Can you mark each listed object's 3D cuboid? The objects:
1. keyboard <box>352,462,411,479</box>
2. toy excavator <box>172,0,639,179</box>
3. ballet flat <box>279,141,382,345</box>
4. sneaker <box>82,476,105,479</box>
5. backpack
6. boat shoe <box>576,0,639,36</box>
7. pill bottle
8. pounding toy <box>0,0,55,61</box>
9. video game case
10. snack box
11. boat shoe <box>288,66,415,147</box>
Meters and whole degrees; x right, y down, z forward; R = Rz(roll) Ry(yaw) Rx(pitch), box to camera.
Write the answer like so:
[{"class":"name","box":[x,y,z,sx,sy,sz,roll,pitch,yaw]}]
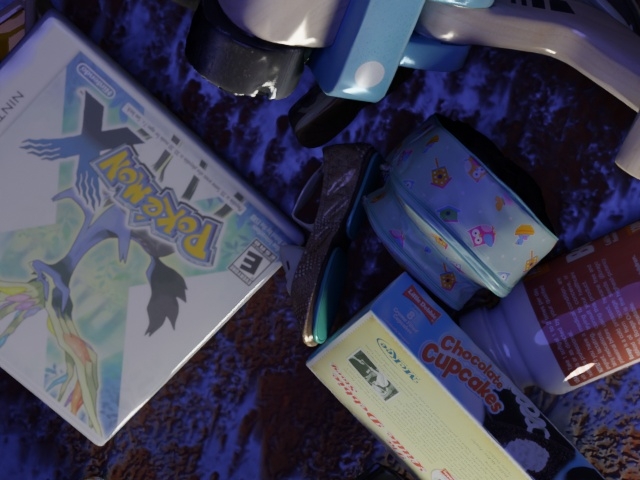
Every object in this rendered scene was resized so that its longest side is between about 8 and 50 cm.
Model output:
[{"class":"keyboard","box":[0.015,0.377,1.628,0.317,0.033,0.201,-40,87,16]},{"class":"toy excavator","box":[0.119,-0.220,1.444,0.445,0.433,0.222,4,126,-24]},{"class":"ballet flat","box":[0.000,0.000,1.568,0.067,0.073,0.206,13,70,18]},{"class":"sneaker","box":[-0.234,0.343,1.654,0.083,0.084,0.214,-9,91,22]},{"class":"backpack","box":[0.127,-0.024,1.491,0.144,0.188,0.166,-44,97,-1]},{"class":"boat shoe","box":[0.215,-0.257,1.531,0.081,0.069,0.227,-37,89,39]},{"class":"pill bottle","box":[0.244,0.069,1.531,0.216,0.121,0.121,-24,92,9]},{"class":"pounding toy","box":[-0.284,-0.178,1.589,0.141,0.100,0.130,-33,91,10]},{"class":"video game case","box":[-0.233,-0.005,1.587,0.329,0.036,0.300,42,100,-16]},{"class":"snack box","box":[0.140,0.187,1.529,0.322,0.187,0.060,46,62,1]},{"class":"boat shoe","box":[0.030,-0.152,1.572,0.152,0.056,0.049,-37,57,5]}]
